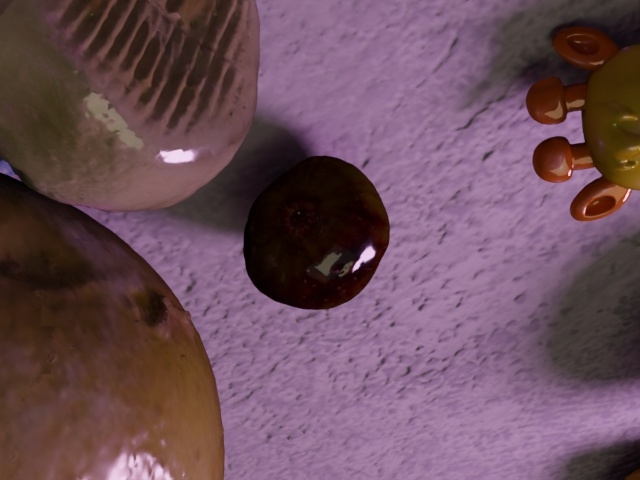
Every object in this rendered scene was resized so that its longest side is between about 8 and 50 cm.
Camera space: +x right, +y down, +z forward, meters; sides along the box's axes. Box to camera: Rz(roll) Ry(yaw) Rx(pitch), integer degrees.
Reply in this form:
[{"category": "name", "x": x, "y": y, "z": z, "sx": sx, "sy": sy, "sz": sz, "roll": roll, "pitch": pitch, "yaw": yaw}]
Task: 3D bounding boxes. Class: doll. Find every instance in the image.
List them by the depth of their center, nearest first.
[{"category": "doll", "x": 0.256, "y": -0.098, "z": 1.104, "sx": 0.220, "sy": 0.135, "sz": 0.143, "roll": -12, "pitch": 108, "yaw": -4}]

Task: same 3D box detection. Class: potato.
[{"category": "potato", "x": -0.260, "y": 0.090, "z": 0.893, "sx": 0.442, "sy": 0.385, "sz": 0.319, "roll": 11, "pitch": 114, "yaw": -34}]

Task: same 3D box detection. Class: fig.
[{"category": "fig", "x": 0.000, "y": 0.000, "z": 1.105, "sx": 0.109, "sy": 0.103, "sz": 0.154, "roll": -27, "pitch": 168, "yaw": 6}]

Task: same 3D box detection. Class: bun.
[{"category": "bun", "x": -0.125, "y": -0.110, "z": 0.870, "sx": 0.128, "sy": 0.193, "sz": 0.178, "roll": -24, "pitch": 126, "yaw": 38}]

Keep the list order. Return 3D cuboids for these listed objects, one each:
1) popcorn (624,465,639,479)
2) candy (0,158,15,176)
[{"category": "popcorn", "x": 0.399, "y": 0.322, "z": 1.590, "sx": 0.253, "sy": 0.190, "sz": 0.191, "roll": 12, "pitch": 137, "yaw": -40}, {"category": "candy", "x": -0.221, "y": -0.049, "z": 0.998, "sx": 0.083, "sy": 0.020, "sz": 0.030, "roll": -26, "pitch": 143, "yaw": 4}]
